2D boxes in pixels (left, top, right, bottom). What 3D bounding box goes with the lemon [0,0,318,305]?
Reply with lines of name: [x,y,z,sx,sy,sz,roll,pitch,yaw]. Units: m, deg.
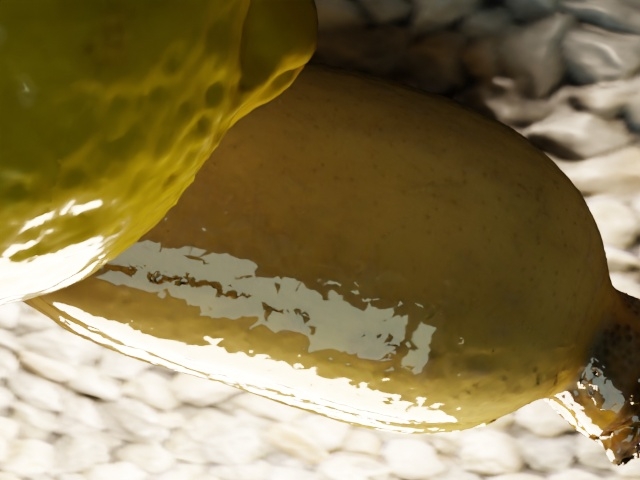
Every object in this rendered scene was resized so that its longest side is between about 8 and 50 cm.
lemon: [-0.146,-0.098,0.565,0.284,0.260,0.260,8,146,20]

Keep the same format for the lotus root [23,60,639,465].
lotus root: [0.000,-0.001,0.770,0.303,0.131,0.146,17,167,-11]
